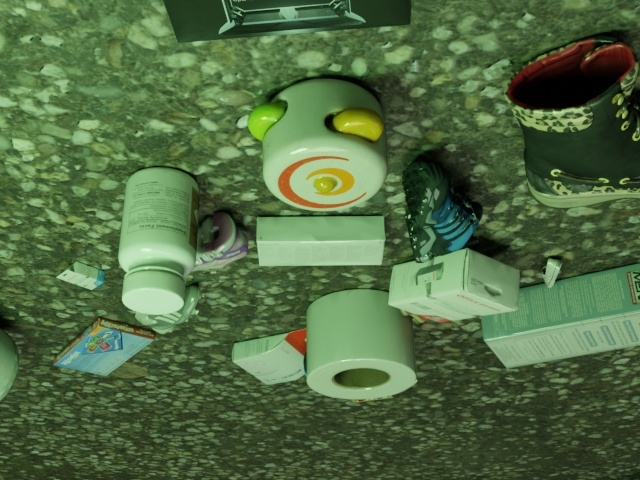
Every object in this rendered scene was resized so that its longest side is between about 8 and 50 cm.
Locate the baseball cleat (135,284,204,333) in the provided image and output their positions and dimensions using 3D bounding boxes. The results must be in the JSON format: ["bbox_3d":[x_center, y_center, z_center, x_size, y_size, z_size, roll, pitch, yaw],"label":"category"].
[{"bbox_3d":[-0.338,0.146,1.925,0.109,0.072,0.206,22,140,-23],"label":"baseball cleat"}]

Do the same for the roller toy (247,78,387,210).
[{"bbox_3d":[0.009,-0.138,1.362,0.209,0.146,0.191,-10,149,15],"label":"roller toy"}]

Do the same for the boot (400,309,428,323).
[{"bbox_3d":[0.220,0.132,1.933,0.084,0.059,0.158,-20,154,24],"label":"boot"}]

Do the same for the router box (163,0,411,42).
[{"bbox_3d":[-0.048,-0.354,1.050,0.308,0.081,0.243,-3,150,4],"label":"router box"}]

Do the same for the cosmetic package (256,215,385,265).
[{"bbox_3d":[0.000,0.000,1.687,0.238,0.061,0.099,0,152,-1],"label":"cosmetic package"}]

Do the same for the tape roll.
[{"bbox_3d":[0.089,0.236,1.991,0.246,0.169,0.246,-1,150,-1],"label":"tape roll"}]

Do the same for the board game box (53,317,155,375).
[{"bbox_3d":[-0.530,0.263,2.166,0.145,0.027,0.281,18,145,-32],"label":"board game box"}]

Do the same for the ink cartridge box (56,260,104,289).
[{"bbox_3d":[-0.494,0.070,1.829,0.083,0.028,0.048,25,141,-37],"label":"ink cartridge box"}]

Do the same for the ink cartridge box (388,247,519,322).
[{"bbox_3d":[0.267,0.094,1.785,0.158,0.092,0.217,21,159,-33],"label":"ink cartridge box"}]

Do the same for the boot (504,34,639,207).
[{"bbox_3d":[0.469,-0.181,1.322,0.377,0.138,0.284,-8,150,23],"label":"boot"}]

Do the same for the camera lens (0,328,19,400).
[{"bbox_3d":[-0.810,0.248,1.939,0.219,0.220,0.274,-6,149,10],"label":"camera lens"}]

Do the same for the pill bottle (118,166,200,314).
[{"bbox_3d":[-0.276,0.002,1.515,0.131,0.229,0.131,-1,151,0],"label":"pill bottle"}]

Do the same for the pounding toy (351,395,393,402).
[{"bbox_3d":[0.108,0.373,2.297,0.130,0.100,0.141,-10,149,15],"label":"pounding toy"}]

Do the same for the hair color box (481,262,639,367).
[{"bbox_3d":[0.557,0.169,1.943,0.374,0.114,0.185,-14,148,22],"label":"hair color box"}]

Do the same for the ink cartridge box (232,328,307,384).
[{"bbox_3d":[-0.074,0.288,2.195,0.232,0.066,0.189,-10,149,22],"label":"ink cartridge box"}]

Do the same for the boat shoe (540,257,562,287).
[{"bbox_3d":[0.476,0.066,1.848,0.035,0.035,0.100,23,158,14],"label":"boat shoe"}]

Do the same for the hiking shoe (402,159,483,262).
[{"bbox_3d":[0.218,-0.064,1.559,0.132,0.113,0.304,-13,158,0],"label":"hiking shoe"}]

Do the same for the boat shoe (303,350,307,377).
[{"bbox_3d":[0.086,0.293,2.148,0.258,0.109,0.089,-11,133,-1],"label":"boat shoe"}]

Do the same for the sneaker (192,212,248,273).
[{"bbox_3d":[-0.233,0.028,1.707,0.236,0.095,0.104,-20,153,28],"label":"sneaker"}]
